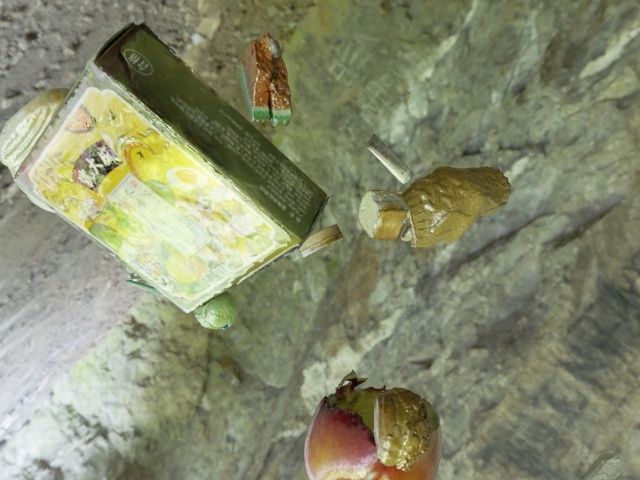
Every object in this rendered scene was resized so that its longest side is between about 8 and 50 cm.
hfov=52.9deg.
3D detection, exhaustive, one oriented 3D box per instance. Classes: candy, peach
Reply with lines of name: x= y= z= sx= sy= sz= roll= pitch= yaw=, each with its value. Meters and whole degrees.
candy: x=-0.326 y=0.130 z=1.463 sx=0.093 sy=0.336 sz=0.092 roll=-58 pitch=144 yaw=-31
peach: x=0.127 y=0.530 z=1.609 sx=0.406 sy=0.335 sz=0.309 roll=-46 pitch=151 yaw=-81

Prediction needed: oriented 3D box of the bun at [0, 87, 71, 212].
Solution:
bun: x=-0.666 y=-0.241 z=1.764 sx=0.365 sy=0.365 sz=0.219 roll=-49 pitch=-165 yaw=17

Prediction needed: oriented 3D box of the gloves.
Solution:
gloves: x=0.329 y=-0.109 z=1.653 sx=0.356 sy=0.203 sz=0.155 roll=-25 pitch=141 yaw=-25

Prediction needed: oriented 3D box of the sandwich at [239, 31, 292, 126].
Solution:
sandwich: x=-0.154 y=-0.442 z=1.771 sx=0.109 sy=0.292 sz=0.212 roll=-7 pitch=162 yaw=-12

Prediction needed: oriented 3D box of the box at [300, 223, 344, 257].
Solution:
box: x=0.000 y=0.000 z=1.434 sx=0.106 sy=0.037 sz=0.105 roll=-26 pitch=179 yaw=-1

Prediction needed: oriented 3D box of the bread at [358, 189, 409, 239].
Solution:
bread: x=0.121 y=-0.051 z=1.232 sx=0.076 sy=0.070 sz=0.083 roll=-115 pitch=-145 yaw=-45

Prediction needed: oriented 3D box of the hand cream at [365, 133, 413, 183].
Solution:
hand cream: x=0.171 y=-0.199 z=1.597 sx=0.039 sy=0.143 sz=0.061 roll=-34 pitch=-165 yaw=50

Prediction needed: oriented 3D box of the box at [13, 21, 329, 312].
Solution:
box: x=-0.258 y=-0.091 z=1.093 sx=0.373 sy=0.420 sz=0.138 roll=-30 pitch=-154 yaw=43

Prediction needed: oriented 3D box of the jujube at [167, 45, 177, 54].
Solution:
jujube: x=-0.546 y=-0.454 z=1.885 sx=0.317 sy=0.226 sz=0.226 roll=-16 pitch=-165 yaw=20

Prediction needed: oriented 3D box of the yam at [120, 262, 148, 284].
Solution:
yam: x=-0.361 y=0.001 z=1.505 sx=0.268 sy=0.161 sz=0.161 roll=-30 pitch=-164 yaw=49

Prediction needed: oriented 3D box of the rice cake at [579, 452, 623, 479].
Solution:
rice cake: x=0.551 y=0.551 z=1.368 sx=0.256 sy=0.052 sz=0.057 roll=-36 pitch=-172 yaw=-22

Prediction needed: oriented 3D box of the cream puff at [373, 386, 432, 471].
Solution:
cream puff: x=0.146 y=0.329 z=1.139 sx=0.144 sy=0.103 sz=0.126 roll=-92 pitch=-179 yaw=-54
